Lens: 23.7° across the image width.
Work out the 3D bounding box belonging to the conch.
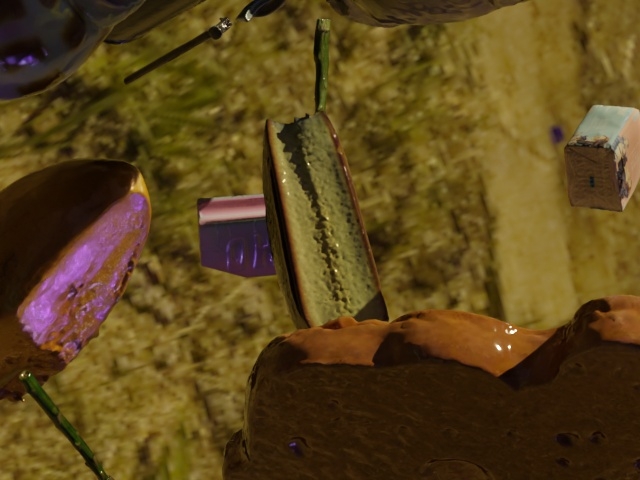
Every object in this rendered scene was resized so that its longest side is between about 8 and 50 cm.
[{"bbox_3d":[-0.339,-0.262,1.518,0.368,0.197,0.249,-1,81,-36],"label":"conch"}]

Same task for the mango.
[{"bbox_3d":[-0.320,0.036,1.702,0.199,0.350,0.201,43,20,6],"label":"mango"}]

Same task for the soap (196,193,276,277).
[{"bbox_3d":[-0.075,-0.005,1.868,0.149,0.100,0.056,-4,41,-7],"label":"soap"}]

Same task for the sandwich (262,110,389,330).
[{"bbox_3d":[0.000,0.000,1.569,0.094,0.096,0.258,-9,72,-11],"label":"sandwich"}]

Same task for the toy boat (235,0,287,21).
[{"bbox_3d":[-0.090,-0.314,2.065,0.034,0.096,0.122,52,39,-2],"label":"toy boat"}]

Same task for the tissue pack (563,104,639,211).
[{"bbox_3d":[0.273,-0.080,1.458,0.094,0.058,0.074,-50,136,-49],"label":"tissue pack"}]

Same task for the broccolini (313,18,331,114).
[{"bbox_3d":[-0.008,-0.177,2.091,0.057,0.071,0.254,-2,91,-68],"label":"broccolini"}]

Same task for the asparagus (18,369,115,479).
[{"bbox_3d":[-0.207,0.170,1.289,0.016,0.016,0.163,-50,124,-30],"label":"asparagus"}]

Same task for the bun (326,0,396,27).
[{"bbox_3d":[0.059,-0.352,1.780,0.237,0.116,0.210,-10,96,-45],"label":"bun"}]

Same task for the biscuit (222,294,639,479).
[{"bbox_3d":[0.135,0.171,1.198,0.078,0.455,0.350,-74,149,-42],"label":"biscuit"}]

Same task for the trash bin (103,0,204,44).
[{"bbox_3d":[-0.190,-0.366,1.783,0.252,0.301,0.203,5,77,-34],"label":"trash bin"}]

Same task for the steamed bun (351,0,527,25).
[{"bbox_3d":[0.083,-0.330,0.907,0.230,0.325,0.372,-1,51,-14],"label":"steamed bun"}]

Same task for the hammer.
[{"bbox_3d":[-0.186,-0.245,1.981,0.017,0.182,0.062,58,33,-14],"label":"hammer"}]
